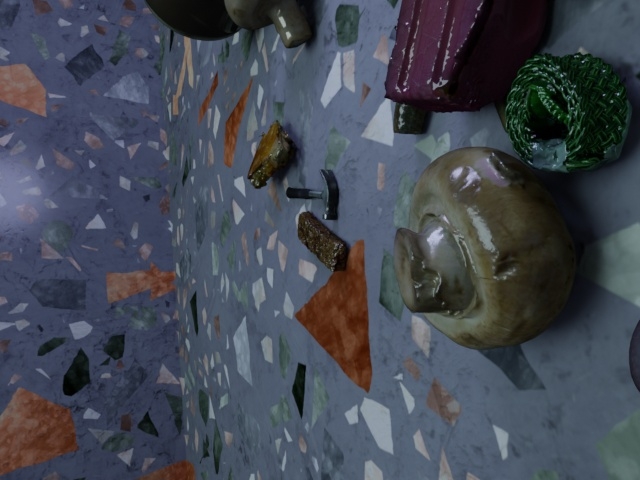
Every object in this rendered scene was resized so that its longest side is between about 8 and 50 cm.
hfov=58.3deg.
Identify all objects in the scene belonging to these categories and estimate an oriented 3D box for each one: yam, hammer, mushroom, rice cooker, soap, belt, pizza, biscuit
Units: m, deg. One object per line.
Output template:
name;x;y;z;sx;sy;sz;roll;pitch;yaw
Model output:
yam;0.153;-0.292;0.856;0.061;0.061;0.274;-138;50;-56
hammer;-0.026;-0.108;1.271;0.246;0.029;0.103;-162;72;-64
mushroom;-0.111;-0.526;1.237;0.206;0.206;0.209;-34;61;60
rice cooker;-0.282;-0.717;1.459;0.325;0.334;0.336;-38;58;59
yam;0.231;-0.191;0.746;0.021;0.021;0.116;-46;50;55
soap;0.184;-0.309;0.708;0.182;0.112;0.290;21;105;57
mushroom;0.181;0.007;0.677;0.255;0.184;0.255;172;90;-84
belt;0.270;-0.135;0.617;0.151;0.079;0.121;-109;19;-53
pizza;-0.111;-0.215;1.402;0.226;0.069;0.147;-33;40;56
biscuit;0.000;0.000;1.210;0.199;0.034;0.064;-136;50;-56

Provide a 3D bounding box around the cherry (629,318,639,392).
cherry;0.346;0.095;0.446;0.188;0.115;0.148;13;70;54
